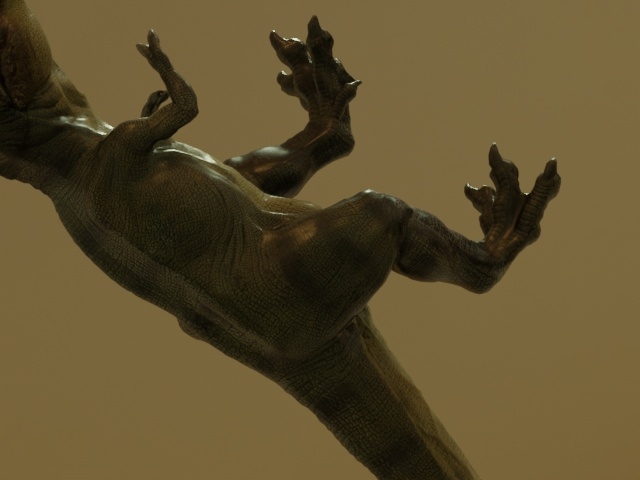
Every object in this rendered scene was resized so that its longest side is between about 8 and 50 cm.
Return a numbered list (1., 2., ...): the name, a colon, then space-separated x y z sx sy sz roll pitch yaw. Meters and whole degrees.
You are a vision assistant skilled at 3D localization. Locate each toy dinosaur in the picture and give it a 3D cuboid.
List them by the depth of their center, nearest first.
1. toy dinosaur: 0.000 0.000 0.480 0.268 0.064 0.118 42 -122 -3
